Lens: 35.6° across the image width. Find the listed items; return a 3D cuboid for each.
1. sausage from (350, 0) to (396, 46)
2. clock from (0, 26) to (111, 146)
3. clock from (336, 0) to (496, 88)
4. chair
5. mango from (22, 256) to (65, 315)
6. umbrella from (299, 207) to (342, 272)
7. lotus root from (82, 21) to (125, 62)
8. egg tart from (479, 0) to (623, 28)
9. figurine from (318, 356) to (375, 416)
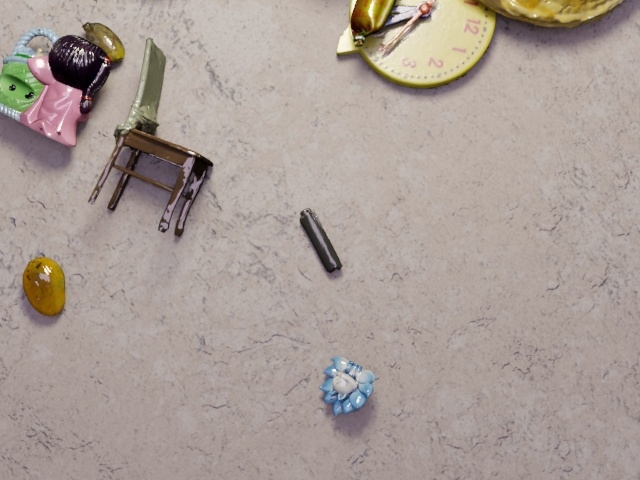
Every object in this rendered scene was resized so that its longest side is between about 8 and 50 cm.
[{"bbox_3d":[0.135,-0.518,1.831,0.082,0.082,0.372,22,79,0],"label":"sausage"},{"bbox_3d":[-0.498,-0.296,1.845,0.194,0.100,0.195,29,96,8],"label":"clock"},{"bbox_3d":[0.189,-0.431,1.881,0.293,0.071,0.277,8,88,-1],"label":"clock"},{"bbox_3d":[-0.286,-0.186,1.831,0.186,0.160,0.319,22,89,5],"label":"chair"},{"bbox_3d":[-0.516,0.087,1.869,0.079,0.057,0.114,-17,97,-5],"label":"mango"},{"bbox_3d":[-0.001,0.001,1.888,0.036,0.031,0.133,-27,88,-3],"label":"umbrella"},{"bbox_3d":[-0.409,-0.378,1.881,0.049,0.054,0.099,-44,89,10],"label":"lotus root"},{"bbox_3d":[0.437,-0.611,1.819,0.443,0.178,0.443,1,86,-9],"label":"egg tart"},{"bbox_3d":[0.046,0.278,1.856,0.114,0.079,0.114,-6,71,19],"label":"figurine"}]
